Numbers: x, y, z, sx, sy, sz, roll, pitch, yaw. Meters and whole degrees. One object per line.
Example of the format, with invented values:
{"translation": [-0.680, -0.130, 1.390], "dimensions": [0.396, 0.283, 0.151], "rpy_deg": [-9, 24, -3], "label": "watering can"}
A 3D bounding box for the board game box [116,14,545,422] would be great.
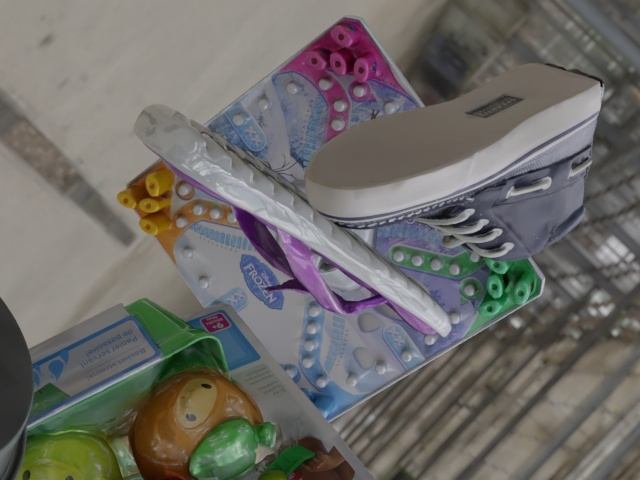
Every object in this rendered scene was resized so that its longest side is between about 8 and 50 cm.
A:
{"translation": [0.000, 0.000, 1.572], "dimensions": [0.390, 0.390, 0.050], "rpy_deg": [-34, -177, 26], "label": "board game box"}

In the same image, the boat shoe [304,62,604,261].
{"translation": [0.128, -0.037, 1.166], "dimensions": [0.340, 0.127, 0.158], "rpy_deg": [-23, 123, -35], "label": "boat shoe"}

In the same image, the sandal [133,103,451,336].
{"translation": [-0.038, 0.001, 1.388], "dimensions": [0.102, 0.416, 0.169], "rpy_deg": [-52, -156, 5], "label": "sandal"}

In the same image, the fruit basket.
{"translation": [-0.142, 0.204, 1.078], "dimensions": [0.327, 0.165, 0.353], "rpy_deg": [-26, -142, -16], "label": "fruit basket"}

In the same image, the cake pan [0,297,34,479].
{"translation": [-0.323, 0.076, 0.918], "dimensions": [0.054, 0.293, 0.293], "rpy_deg": [-49, 178, 26], "label": "cake pan"}
